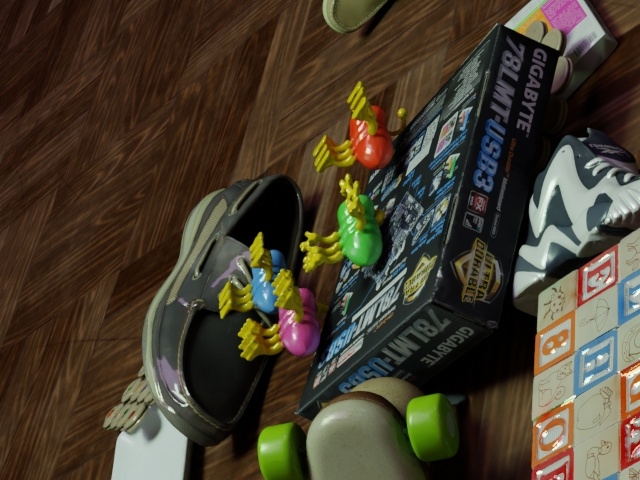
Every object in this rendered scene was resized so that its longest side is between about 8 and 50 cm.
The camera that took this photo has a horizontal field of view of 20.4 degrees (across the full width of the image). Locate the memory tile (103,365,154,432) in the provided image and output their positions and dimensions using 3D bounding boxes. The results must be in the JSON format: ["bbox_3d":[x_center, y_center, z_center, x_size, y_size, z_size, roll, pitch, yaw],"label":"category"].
[{"bbox_3d":[-0.203,0.173,2.051,0.113,0.012,0.148,-53,12,-16],"label":"memory tile"}]

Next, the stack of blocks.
[{"bbox_3d":[0.236,0.128,1.232,0.171,0.087,0.297,-36,31,38],"label":"stack of blocks"}]

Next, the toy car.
[{"bbox_3d":[0.056,0.175,1.476,0.155,0.149,0.188,-12,13,18],"label":"toy car"}]

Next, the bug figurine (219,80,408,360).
[{"bbox_3d":[0.000,0.000,1.673,0.279,0.072,0.216,-55,21,28],"label":"bug figurine"}]

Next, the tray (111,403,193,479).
[{"bbox_3d":[-0.179,0.274,1.906,0.145,0.030,0.270,-41,28,30],"label":"tray"}]

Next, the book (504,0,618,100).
[{"bbox_3d":[0.227,-0.192,1.716,0.096,0.035,0.144,-47,27,19],"label":"book"}]

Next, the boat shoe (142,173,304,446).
[{"bbox_3d":[-0.094,0.054,1.896,0.130,0.132,0.355,-38,31,37],"label":"boat shoe"}]

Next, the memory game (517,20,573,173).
[{"bbox_3d":[0.184,-0.119,1.677,0.186,0.012,0.186,-46,35,46],"label":"memory game"}]

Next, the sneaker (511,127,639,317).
[{"bbox_3d":[0.243,-0.045,1.423,0.235,0.094,0.153,-44,34,49],"label":"sneaker"}]

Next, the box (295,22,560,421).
[{"bbox_3d":[0.095,-0.002,1.604,0.295,0.073,0.293,-48,23,56],"label":"box"}]

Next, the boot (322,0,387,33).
[{"bbox_3d":[0.096,-0.319,2.068,0.213,0.077,0.165,-51,26,5],"label":"boot"}]
